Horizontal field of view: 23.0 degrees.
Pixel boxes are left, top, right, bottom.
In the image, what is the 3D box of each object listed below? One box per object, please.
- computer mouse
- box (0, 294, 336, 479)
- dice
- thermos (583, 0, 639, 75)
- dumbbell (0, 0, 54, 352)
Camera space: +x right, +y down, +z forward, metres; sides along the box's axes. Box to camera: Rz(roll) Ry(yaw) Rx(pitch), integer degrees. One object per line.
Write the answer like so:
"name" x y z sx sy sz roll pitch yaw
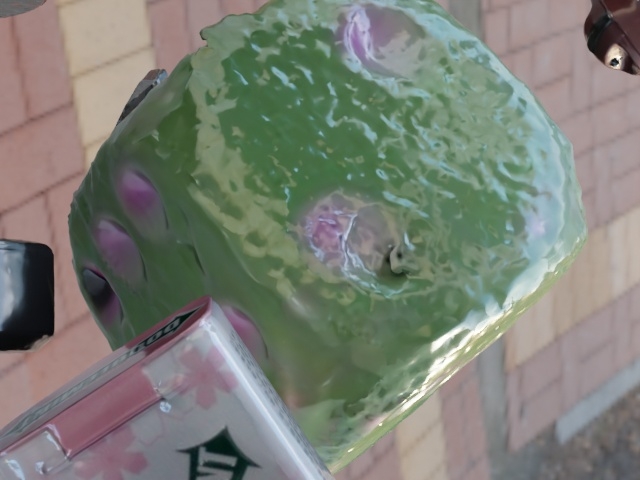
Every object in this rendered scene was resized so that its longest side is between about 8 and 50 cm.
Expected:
"computer mouse" -0.230 -0.127 1.993 0.192 0.062 0.106 -64 -179 9
"box" -0.050 0.240 1.081 0.369 0.190 0.112 58 4 -10
"dice" 0.000 0.000 1.320 0.330 0.318 0.322 -34 169 -33
"thermos" 0.323 -0.223 1.073 0.109 0.330 0.136 52 17 -9
"dumbbell" -0.284 -0.081 1.076 0.204 0.204 0.322 4 83 -58
